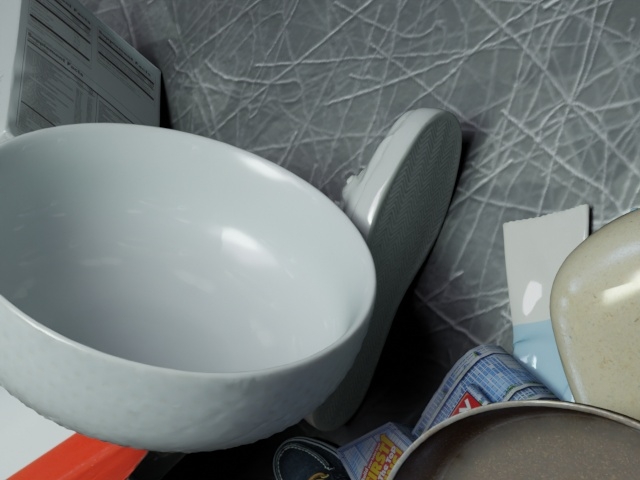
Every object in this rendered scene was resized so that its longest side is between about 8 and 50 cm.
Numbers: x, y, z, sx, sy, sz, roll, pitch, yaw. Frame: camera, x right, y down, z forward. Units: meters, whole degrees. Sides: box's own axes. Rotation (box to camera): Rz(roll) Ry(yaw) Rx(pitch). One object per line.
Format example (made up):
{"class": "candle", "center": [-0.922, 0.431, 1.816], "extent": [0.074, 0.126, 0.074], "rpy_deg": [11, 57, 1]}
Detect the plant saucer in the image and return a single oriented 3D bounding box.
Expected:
{"class": "plant saucer", "center": [0.187, 0.237, 1.174], "extent": [0.310, 0.050, 0.311], "rpy_deg": [14, 122, 23]}

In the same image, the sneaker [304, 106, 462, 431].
{"class": "sneaker", "center": [0.000, 0.000, 1.472], "extent": [0.169, 0.108, 0.292], "rpy_deg": [25, 91, 38]}

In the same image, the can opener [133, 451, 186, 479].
{"class": "can opener", "center": [-0.212, 0.226, 1.592], "extent": [0.283, 0.076, 0.095], "rpy_deg": [-44, 20, 17]}

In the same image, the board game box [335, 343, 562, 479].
{"class": "board game box", "center": [0.106, 0.185, 1.336], "extent": [0.194, 0.060, 0.194], "rpy_deg": [42, 109, 42]}

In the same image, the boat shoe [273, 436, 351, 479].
{"class": "boat shoe", "center": [0.004, 0.219, 1.400], "extent": [0.183, 0.083, 0.065], "rpy_deg": [41, 100, 40]}

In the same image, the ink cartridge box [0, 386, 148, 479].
{"class": "ink cartridge box", "center": [-0.262, 0.170, 1.456], "extent": [0.308, 0.091, 0.385], "rpy_deg": [-33, 11, 17]}

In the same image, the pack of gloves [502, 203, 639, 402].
{"class": "pack of gloves", "center": [0.219, 0.071, 1.313], "extent": [0.195, 0.046, 0.232], "rpy_deg": [-12, 66, 34]}

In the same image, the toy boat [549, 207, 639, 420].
{"class": "toy boat", "center": [0.331, 0.075, 1.160], "extent": [0.318, 0.148, 0.267], "rpy_deg": [-24, 89, 28]}

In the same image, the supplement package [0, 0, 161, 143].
{"class": "supplement package", "center": [-0.291, -0.088, 1.631], "extent": [0.199, 0.198, 0.263], "rpy_deg": [-32, 39, 25]}

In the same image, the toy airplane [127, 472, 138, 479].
{"class": "toy airplane", "center": [-0.185, 0.399, 1.355], "extent": [0.384, 0.272, 0.386], "rpy_deg": [-46, 21, -11]}

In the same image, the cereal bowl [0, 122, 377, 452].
{"class": "cereal bowl", "center": [-0.132, 0.051, 1.314], "extent": [0.339, 0.339, 0.141], "rpy_deg": [46, 131, 39]}
